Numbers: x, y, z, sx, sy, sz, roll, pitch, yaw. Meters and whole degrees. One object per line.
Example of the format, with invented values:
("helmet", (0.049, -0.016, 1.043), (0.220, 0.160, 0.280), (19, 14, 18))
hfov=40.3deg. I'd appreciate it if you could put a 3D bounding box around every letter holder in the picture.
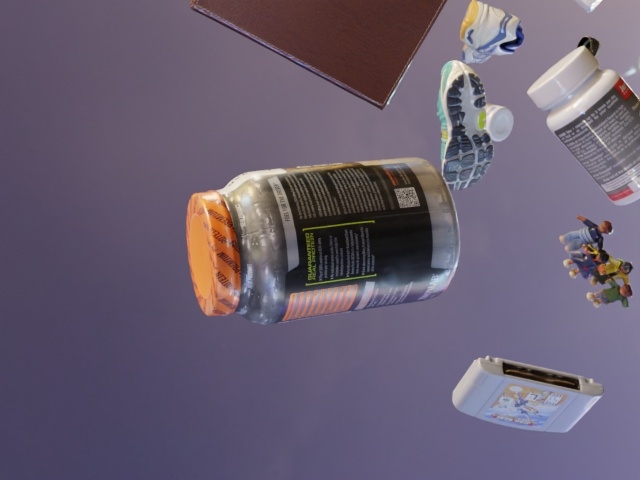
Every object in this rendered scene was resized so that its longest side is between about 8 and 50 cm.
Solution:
("letter holder", (0.003, -0.359, 1.212), (0.301, 0.214, 0.152), (25, -160, -15))

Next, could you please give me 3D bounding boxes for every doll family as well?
("doll family", (0.542, 0.041, 1.685), (0.193, 0.111, 0.076), (48, -122, -8))

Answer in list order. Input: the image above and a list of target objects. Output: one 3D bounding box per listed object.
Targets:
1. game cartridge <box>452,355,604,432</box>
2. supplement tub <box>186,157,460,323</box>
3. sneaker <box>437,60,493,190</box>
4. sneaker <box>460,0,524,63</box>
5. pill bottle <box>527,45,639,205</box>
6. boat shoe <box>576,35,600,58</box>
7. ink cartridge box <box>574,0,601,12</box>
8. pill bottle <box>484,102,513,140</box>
("game cartridge", (0.464, 0.358, 1.990), (0.297, 0.198, 0.062), (13, -136, -7))
("supplement tub", (0.000, 0.000, 1.192), (0.337, 0.207, 0.207), (-6, -109, -20))
("sneaker", (0.283, -0.229, 1.754), (0.110, 0.107, 0.275), (-111, 14, -56))
("sneaker", (0.396, -0.454, 1.996), (0.296, 0.130, 0.112), (-7, -65, -77))
("pill bottle", (0.539, -0.221, 1.666), (0.283, 0.161, 0.161), (48, -146, -5))
("boat shoe", (0.557, -0.369, 1.864), (0.042, 0.049, 0.133), (10, -82, -38))
("ink cartridge box", (0.412, -0.446, 1.387), (0.135, 0.099, 0.056), (44, -166, 10))
("pill bottle", (0.364, -0.276, 1.983), (0.078, 0.137, 0.078), (-13, -66, -31))
